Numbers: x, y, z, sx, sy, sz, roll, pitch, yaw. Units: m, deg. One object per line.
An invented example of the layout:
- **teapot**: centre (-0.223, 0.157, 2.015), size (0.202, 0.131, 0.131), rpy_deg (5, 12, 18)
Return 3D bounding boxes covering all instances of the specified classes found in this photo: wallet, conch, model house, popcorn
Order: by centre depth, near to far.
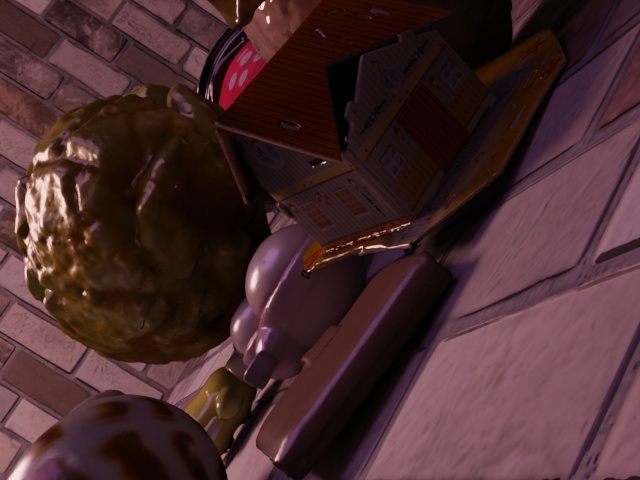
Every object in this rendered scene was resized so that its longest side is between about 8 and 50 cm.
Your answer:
- **wallet**: centre (0.018, 0.075, 0.633), size (0.152, 0.039, 0.118), rpy_deg (-54, 7, -7)
- **model house**: centre (0.038, -0.105, 0.705), size (0.207, 0.136, 0.219), rpy_deg (-19, 32, 57)
- **conch**: centre (-0.138, 0.205, 0.712), size (0.149, 0.182, 0.275), rpy_deg (-10, 34, 18)
- **popcorn**: centre (-0.163, -0.008, 1.011), size (0.282, 0.247, 0.282), rpy_deg (13, -90, -73)

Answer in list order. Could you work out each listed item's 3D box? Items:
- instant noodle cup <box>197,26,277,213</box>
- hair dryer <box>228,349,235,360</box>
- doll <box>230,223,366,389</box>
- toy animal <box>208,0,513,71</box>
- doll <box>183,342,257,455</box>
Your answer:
- **instant noodle cup**: centre (-0.007, -0.148, 1.194), size (0.181, 0.258, 0.302), rpy_deg (-125, 54, -69)
- **hair dryer**: centre (-0.080, 0.123, 1.134), size (0.219, 0.072, 0.124), rpy_deg (-64, 6, 1)
- **doll**: centre (0.001, 0.001, 0.921), size (0.160, 0.094, 0.365), rpy_deg (-56, 5, 38)
- **toy animal**: centre (0.041, -0.212, 0.844), size (0.358, 0.227, 0.188), rpy_deg (72, -158, -49)
- **doll**: centre (-0.086, 0.148, 1.015), size (0.162, 0.062, 0.106), rpy_deg (-57, 10, 2)
